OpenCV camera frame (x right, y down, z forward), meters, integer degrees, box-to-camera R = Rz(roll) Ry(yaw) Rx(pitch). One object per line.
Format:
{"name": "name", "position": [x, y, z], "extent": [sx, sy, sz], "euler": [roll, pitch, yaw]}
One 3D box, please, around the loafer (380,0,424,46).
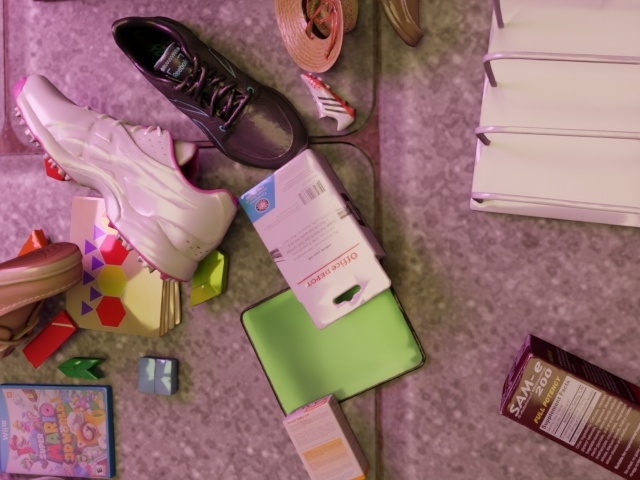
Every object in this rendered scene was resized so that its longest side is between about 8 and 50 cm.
{"name": "loafer", "position": [0.089, -0.288, 0.818], "extent": [0.050, 0.056, 0.147], "euler": [-19, 87, 21]}

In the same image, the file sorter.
{"name": "file sorter", "position": [0.253, -0.158, 0.719], "extent": [0.193, 0.173, 0.277], "euler": [7, 94, 15]}

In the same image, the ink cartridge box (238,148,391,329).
{"name": "ink cartridge box", "position": [0.000, 0.000, 0.842], "extent": [0.104, 0.060, 0.180], "euler": [-34, 80, 13]}

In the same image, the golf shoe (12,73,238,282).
{"name": "golf shoe", "position": [-0.223, -0.095, 0.861], "extent": [0.140, 0.115, 0.306], "euler": [-44, 87, 2]}

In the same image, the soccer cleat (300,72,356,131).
{"name": "soccer cleat", "position": [0.004, -0.162, 0.859], "extent": [0.083, 0.029, 0.035], "euler": [41, 97, 6]}

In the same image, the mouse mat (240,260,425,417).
{"name": "mouse mat", "position": [0.011, 0.115, 0.875], "extent": [0.190, 0.007, 0.152], "euler": [-27, 85, 13]}

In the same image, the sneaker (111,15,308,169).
{"name": "sneaker", "position": [-0.134, -0.171, 0.857], "extent": [0.267, 0.106, 0.101], "euler": [36, 99, 10]}

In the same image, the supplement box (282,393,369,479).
{"name": "supplement box", "position": [0.007, 0.238, 0.860], "extent": [0.062, 0.036, 0.098], "euler": [-26, 90, 14]}

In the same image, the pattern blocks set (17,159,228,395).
{"name": "pattern blocks set", "position": [-0.250, 0.025, 0.932], "extent": [0.286, 0.026, 0.324], "euler": [14, 95, 15]}

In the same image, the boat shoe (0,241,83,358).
{"name": "boat shoe", "position": [-0.394, 0.087, 0.907], "extent": [0.341, 0.122, 0.110], "euler": [-18, 97, 38]}

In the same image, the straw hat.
{"name": "straw hat", "position": [0.009, -0.260, 0.835], "extent": [0.061, 0.144, 0.144], "euler": [-19, 85, -27]}

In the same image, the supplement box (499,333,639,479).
{"name": "supplement box", "position": [0.304, 0.185, 0.735], "extent": [0.240, 0.130, 0.073], "euler": [27, 98, 14]}

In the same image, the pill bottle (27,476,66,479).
{"name": "pill bottle", "position": [-0.486, 0.420, 0.904], "extent": [0.393, 0.224, 0.223], "euler": [-16, 87, 15]}

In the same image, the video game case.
{"name": "video game case", "position": [-0.349, 0.249, 0.970], "extent": [0.167, 0.015, 0.119], "euler": [-2, 91, 15]}

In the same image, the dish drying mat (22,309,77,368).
{"name": "dish drying mat", "position": [-0.347, 0.126, 0.943], "extent": [0.083, 0.008, 0.032], "euler": [-42, 82, 13]}
